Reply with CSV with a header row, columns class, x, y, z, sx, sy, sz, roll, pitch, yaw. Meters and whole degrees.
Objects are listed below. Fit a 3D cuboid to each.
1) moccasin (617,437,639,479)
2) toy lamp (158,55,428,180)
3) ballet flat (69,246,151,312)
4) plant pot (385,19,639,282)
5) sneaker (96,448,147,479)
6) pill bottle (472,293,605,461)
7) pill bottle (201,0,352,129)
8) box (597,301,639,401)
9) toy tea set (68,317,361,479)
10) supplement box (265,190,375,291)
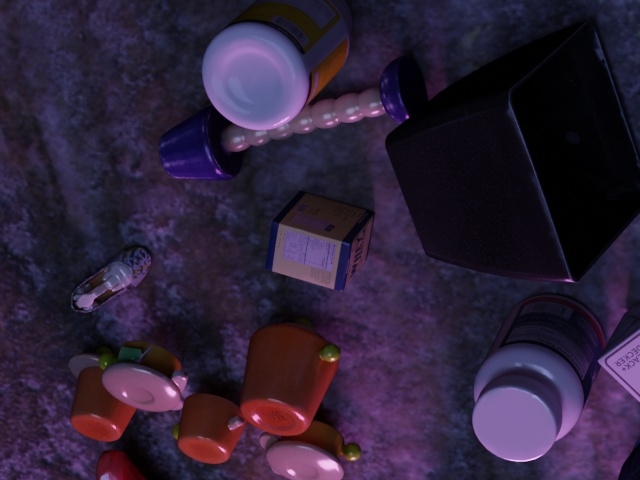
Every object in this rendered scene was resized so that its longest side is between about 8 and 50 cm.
class,x,y,z,sx,sy,sz,roll,pitch,yaw
moccasin,0.337,0.364,1.894,0.138,0.117,0.342,-4,112,22
toy lamp,-0.033,-0.114,1.833,0.275,0.080,0.080,-14,108,26
ballet flat,-0.228,0.047,2.003,0.114,0.041,0.041,-33,99,29
plant pot,0.173,-0.072,1.724,0.167,0.188,0.187,-9,111,36
sneaker,-0.151,0.309,2.083,0.128,0.087,0.221,-21,117,18
pill bottle,0.207,0.136,1.800,0.108,0.180,0.108,8,116,17
pill bottle,-0.033,-0.179,1.740,0.103,0.184,0.103,8,116,17
box,0.428,0.151,1.763,0.290,0.087,0.169,43,131,-2
toy tea set,-0.117,0.148,1.989,0.336,0.124,0.200,9,146,13
supplement box,0.000,0.000,1.870,0.083,0.083,0.056,16,119,14
